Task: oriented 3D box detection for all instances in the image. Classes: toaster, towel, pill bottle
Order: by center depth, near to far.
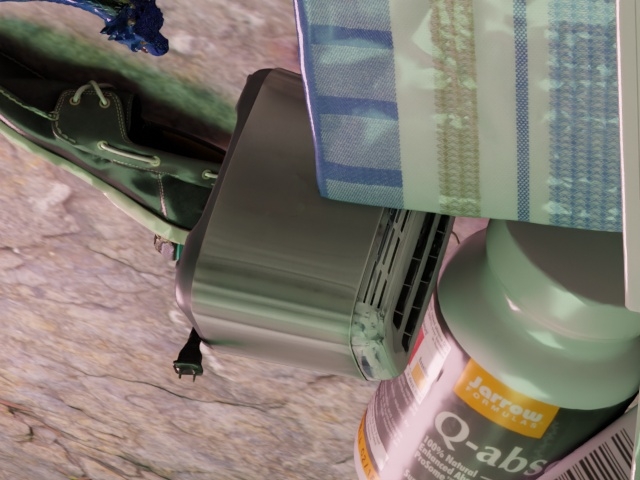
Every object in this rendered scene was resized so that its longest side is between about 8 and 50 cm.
[{"bbox_3d":[0.127,-0.091,1.154,0.285,0.034,0.209,5,134,14],"label":"towel"},{"bbox_3d":[0.000,0.000,1.309,0.146,0.227,0.129,13,157,18],"label":"toaster"},{"bbox_3d":[0.138,0.089,1.386,0.162,0.162,0.278,22,133,-3],"label":"pill bottle"}]

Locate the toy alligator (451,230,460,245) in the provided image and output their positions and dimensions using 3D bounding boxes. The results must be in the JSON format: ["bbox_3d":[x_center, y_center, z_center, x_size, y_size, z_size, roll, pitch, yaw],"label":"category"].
[{"bbox_3d":[0.131,0.026,1.486,0.190,0.056,0.051,43,-169,-28],"label":"toy alligator"}]

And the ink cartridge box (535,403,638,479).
[{"bbox_3d":[0.334,0.190,1.438,0.308,0.091,0.385,-40,146,13],"label":"ink cartridge box"}]

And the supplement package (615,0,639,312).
[{"bbox_3d":[0.231,-0.120,0.836,0.175,0.177,0.293,10,130,23],"label":"supplement package"}]

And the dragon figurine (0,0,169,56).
[{"bbox_3d":[-0.213,-0.204,1.218,0.144,0.085,0.289,-9,147,44],"label":"dragon figurine"}]

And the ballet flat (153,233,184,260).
[{"bbox_3d":[-0.120,-0.017,1.598,0.041,0.041,0.114,21,155,-2],"label":"ballet flat"}]

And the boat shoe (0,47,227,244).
[{"bbox_3d":[-0.168,-0.090,1.465,0.233,0.084,0.079,32,116,-9],"label":"boat shoe"}]

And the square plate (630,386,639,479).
[{"bbox_3d":[0.273,-0.043,0.721,0.344,0.049,0.347,-11,127,-8],"label":"square plate"}]
